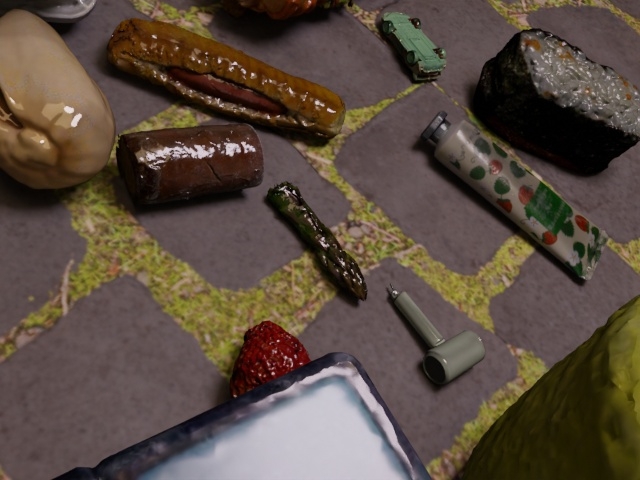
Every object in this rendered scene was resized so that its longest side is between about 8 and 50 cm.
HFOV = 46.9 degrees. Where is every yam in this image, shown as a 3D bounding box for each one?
[{"bbox_3d":[-0.137,-0.082,0.774,0.141,0.079,0.079,-12,64,-29],"label":"yam"}]

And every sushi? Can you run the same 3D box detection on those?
[{"bbox_3d":[0.328,-0.188,1.003,0.225,0.126,0.136,21,53,-10],"label":"sushi"}]

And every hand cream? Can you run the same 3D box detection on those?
[{"bbox_3d":[0.246,-0.062,0.932,0.276,0.059,0.095,38,54,-1],"label":"hand cream"}]

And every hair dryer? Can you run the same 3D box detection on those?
[{"bbox_3d":[0.115,0.092,0.792,0.063,0.038,0.124,-22,62,-34],"label":"hair dryer"}]

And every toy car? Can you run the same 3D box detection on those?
[{"bbox_3d":[0.127,-0.277,1.036,0.059,0.035,0.122,-14,56,-29],"label":"toy car"}]

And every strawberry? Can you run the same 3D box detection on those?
[{"bbox_3d":[-0.045,0.119,0.680,0.083,0.083,0.096,-4,53,-25],"label":"strawberry"}]

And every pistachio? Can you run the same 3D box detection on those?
[{"bbox_3d":[-0.277,-0.134,0.731,0.145,0.117,0.200,22,29,-56],"label":"pistachio"}]

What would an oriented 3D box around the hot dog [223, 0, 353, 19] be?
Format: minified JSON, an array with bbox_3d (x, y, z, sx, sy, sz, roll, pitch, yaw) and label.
[{"bbox_3d":[0.000,-0.386,1.005,0.158,0.117,0.349,25,47,20],"label":"hot dog"}]

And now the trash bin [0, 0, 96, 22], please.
[{"bbox_3d":[-0.346,-0.355,0.663,0.296,0.368,0.255,-1,94,-21],"label":"trash bin"}]

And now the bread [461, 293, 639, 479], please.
[{"bbox_3d":[0.308,0.234,0.600,0.348,0.308,0.348,14,48,-16],"label":"bread"}]

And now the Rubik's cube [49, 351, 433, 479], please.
[{"bbox_3d":[-0.073,0.294,0.398,0.316,0.313,0.318,-20,67,-32],"label":"Rubik's cube"}]

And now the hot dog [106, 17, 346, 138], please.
[{"bbox_3d":[-0.104,-0.192,0.865,0.289,0.068,0.083,17,46,-10],"label":"hot dog"}]

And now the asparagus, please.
[{"bbox_3d":[0.000,0.000,0.803,0.165,0.030,0.036,52,31,18],"label":"asparagus"}]
